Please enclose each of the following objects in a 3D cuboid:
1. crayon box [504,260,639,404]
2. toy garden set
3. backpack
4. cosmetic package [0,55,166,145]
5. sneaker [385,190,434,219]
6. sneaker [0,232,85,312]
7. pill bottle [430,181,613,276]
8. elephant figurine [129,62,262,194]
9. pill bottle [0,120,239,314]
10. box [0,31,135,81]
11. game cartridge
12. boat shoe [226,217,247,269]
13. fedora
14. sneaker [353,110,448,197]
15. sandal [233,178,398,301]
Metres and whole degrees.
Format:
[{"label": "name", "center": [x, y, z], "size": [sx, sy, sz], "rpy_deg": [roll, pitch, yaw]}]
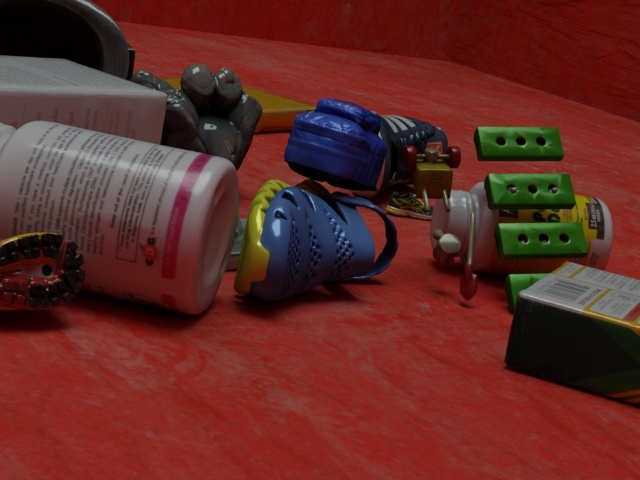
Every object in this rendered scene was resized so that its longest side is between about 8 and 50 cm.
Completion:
[{"label": "crayon box", "center": [0.373, 0.114, 1.395], "size": [0.323, 0.083, 0.203], "rpy_deg": [15, 14, 22]}, {"label": "toy garden set", "center": [0.209, -0.021, 1.645], "size": [0.204, 0.244, 0.049], "rpy_deg": [-1, -27, -14]}, {"label": "backpack", "center": [0.014, -0.114, 1.591], "size": [0.098, 0.101, 0.120], "rpy_deg": [13, 5, 24]}, {"label": "cosmetic package", "center": [-0.434, -0.128, 1.623], "size": [0.453, 0.161, 0.230], "rpy_deg": [-3, 19, -45]}, {"label": "sneaker", "center": [0.138, -0.052, 2.006], "size": [0.083, 0.035, 0.031], "rpy_deg": [6, 15, -17]}, {"label": "sneaker", "center": [-0.329, 0.039, 1.223], "size": [0.225, 0.088, 0.093], "rpy_deg": [-1, -3, -39]}, {"label": "pill bottle", "center": [0.254, -0.011, 1.745], "size": [0.215, 0.117, 0.117], "rpy_deg": [7, 14, -12]}, {"label": "elephant figurine", "center": [-0.199, -0.153, 1.961], "size": [0.169, 0.186, 0.239], "rpy_deg": [41, -28, -22]}, {"label": "pill bottle", "center": [-0.236, -0.031, 1.370], "size": [0.283, 0.160, 0.160], "rpy_deg": [12, 14, 9]}, {"label": "box", "center": [-0.449, -0.282, 2.294], "size": [0.247, 0.142, 0.163], "rpy_deg": [6, 14, -18]}, {"label": "game cartridge", "center": [-0.203, -0.253, 2.576], "size": [0.285, 0.052, 0.324], "rpy_deg": [19, 18, 32]}, {"label": "boat shoe", "center": [-0.126, -0.014, 1.551], "size": [0.079, 0.081, 0.227], "rpy_deg": [19, 17, 34]}, {"label": "fedora", "center": [-0.438, -0.268, 2.129], "size": [0.275, 0.243, 0.124], "rpy_deg": [12, -9, -6]}, {"label": "sneaker", "center": [0.130, -0.140, 2.159], "size": [0.148, 0.131, 0.350], "rpy_deg": [6, 13, 2]}, {"label": "sandal", "center": [0.000, 0.000, 1.520], "size": [0.138, 0.126, 0.317], "rpy_deg": [18, 16, 13]}]
